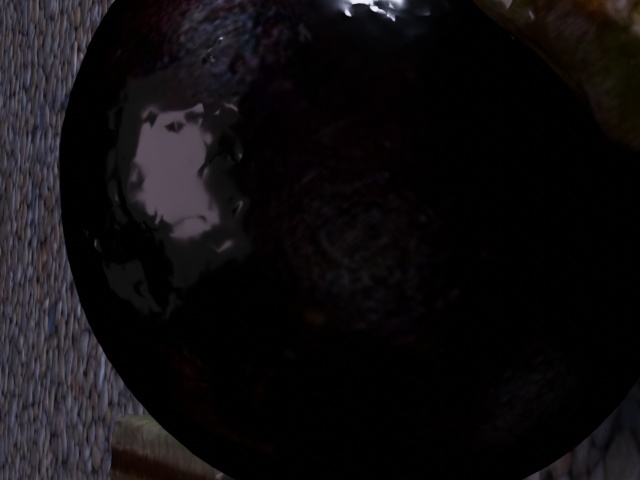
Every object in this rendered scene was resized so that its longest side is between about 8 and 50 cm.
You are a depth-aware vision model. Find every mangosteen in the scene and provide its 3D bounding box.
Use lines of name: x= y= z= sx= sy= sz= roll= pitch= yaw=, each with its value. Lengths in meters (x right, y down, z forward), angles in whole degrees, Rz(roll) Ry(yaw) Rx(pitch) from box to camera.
mangosteen: x=0.068 y=-0.046 z=1.082 sx=0.435 sy=0.382 sz=0.382 roll=-26 pitch=56 yaw=28

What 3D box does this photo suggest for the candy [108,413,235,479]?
candy: x=-0.046 y=0.211 z=1.521 sx=0.321 sy=0.179 sz=0.135 roll=178 pitch=96 yaw=-69
